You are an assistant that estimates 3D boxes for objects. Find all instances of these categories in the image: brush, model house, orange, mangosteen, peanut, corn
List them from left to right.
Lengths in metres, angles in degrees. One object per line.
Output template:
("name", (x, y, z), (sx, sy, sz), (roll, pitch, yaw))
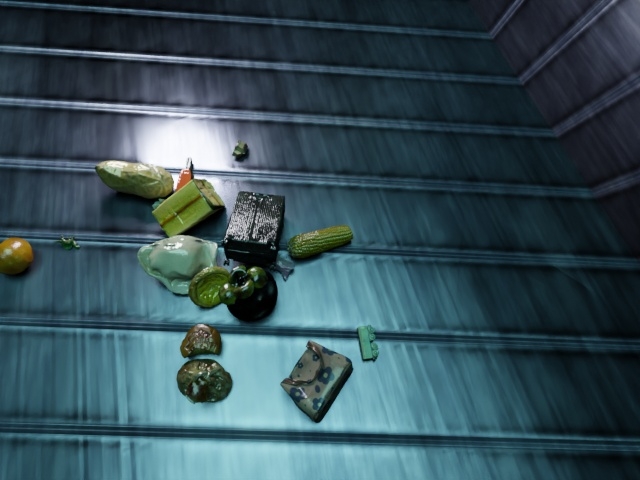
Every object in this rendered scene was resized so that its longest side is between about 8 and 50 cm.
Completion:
("orange", (-1.266, 0.067, 1.704), (0.136, 0.158, 0.159), (47, 63, -26))
("peanut", (-0.841, -0.279, 1.891), (0.339, 0.174, 0.159), (7, 107, 4))
("brush", (-0.641, -0.262, 1.954), (0.070, 0.051, 0.324), (0, 64, -2))
("model house", (-0.400, -0.451, 2.069), (0.058, 0.057, 0.083), (26, 41, -19))
("mangosteen", (-0.282, 0.205, 1.643), (0.242, 0.243, 0.243), (1, 63, -3))
("corn", (0.000, 0.000, 1.837), (0.304, 0.106, 0.106), (-17, 66, -17))

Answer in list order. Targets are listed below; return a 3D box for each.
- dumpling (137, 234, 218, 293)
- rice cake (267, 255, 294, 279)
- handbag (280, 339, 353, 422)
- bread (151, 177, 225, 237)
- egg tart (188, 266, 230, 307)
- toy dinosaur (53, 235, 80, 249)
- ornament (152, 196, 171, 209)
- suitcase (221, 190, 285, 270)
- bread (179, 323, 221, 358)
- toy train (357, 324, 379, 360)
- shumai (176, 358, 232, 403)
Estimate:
("dumpling", (-0.583, 0.101, 1.737), (0.317, 0.187, 0.243), (-7, 97, -12))
("rice cake", (-0.251, 0.079, 1.809), (0.290, 0.051, 0.081), (25, 65, 9))
("handbag", (-0.015, 0.514, 1.541), (0.193, 0.190, 0.252), (30, 69, 22))
("bread", (-0.594, -0.149, 1.878), (0.263, 0.163, 0.168), (-33, 94, 11))
("egg tart", (-0.453, 0.184, 1.695), (0.191, 0.191, 0.074), (-31, 38, -18))
("toy dinosaur", (-1.110, 0.011, 1.805), (0.119, 0.029, 0.061), (-2, 80, -2))
("ornament", (-0.723, -0.178, 1.906), (0.092, 0.068, 0.041), (-19, 93, 29))
("suitcase", (-0.280, -0.050, 1.784), (0.229, 0.152, 0.335), (7, 47, -2))
("bread", (-0.465, 0.394, 1.619), (0.155, 0.086, 0.125), (-7, 63, -8))
("toy train", (0.194, 0.416, 1.677), (0.070, 0.038, 0.148), (-7, 65, -4))
("shumai", (-0.437, 0.516, 1.530), (0.209, 0.153, 0.162), (27, 72, 6))
